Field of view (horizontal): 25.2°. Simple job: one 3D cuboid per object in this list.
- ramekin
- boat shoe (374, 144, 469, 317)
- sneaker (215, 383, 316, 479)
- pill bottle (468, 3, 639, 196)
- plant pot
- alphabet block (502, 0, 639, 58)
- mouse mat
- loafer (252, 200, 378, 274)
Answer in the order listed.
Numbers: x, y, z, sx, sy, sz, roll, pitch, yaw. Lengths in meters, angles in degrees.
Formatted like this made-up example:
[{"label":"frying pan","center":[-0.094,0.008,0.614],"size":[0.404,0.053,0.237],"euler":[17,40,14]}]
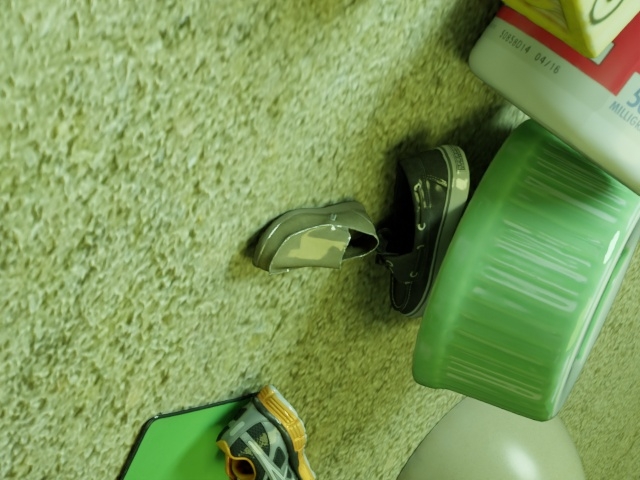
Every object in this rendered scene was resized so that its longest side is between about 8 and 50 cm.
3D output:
[{"label":"ramekin","center":[0.226,0.040,1.490],"size":[0.303,0.148,0.303],"euler":[-57,163,-29]},{"label":"boat shoe","center":[0.088,-0.002,1.431],"size":[0.076,0.080,0.228],"euler":[-8,143,-18]},{"label":"sneaker","center":[-0.058,0.237,1.494],"size":[0.083,0.084,0.215],"euler":[-34,139,-20]},{"label":"pill bottle","center":[0.339,-0.260,1.306],"size":[0.408,0.229,0.229],"euler":[-54,151,8]},{"label":"plant pot","center":[0.255,0.349,1.952],"size":[0.284,0.191,0.284],"euler":[-34,147,-26]},{"label":"alphabet block","center":[0.191,-0.295,1.096],"size":[0.197,0.193,0.192],"euler":[-47,150,-5]},{"label":"mouse mat","center":[-0.135,0.223,1.452],"size":[0.189,0.007,0.153],"euler":[-7,130,-52]},{"label":"loafer","center":[0.000,0.000,1.328],"size":[0.148,0.050,0.056],"euler":[-21,141,-41]}]
